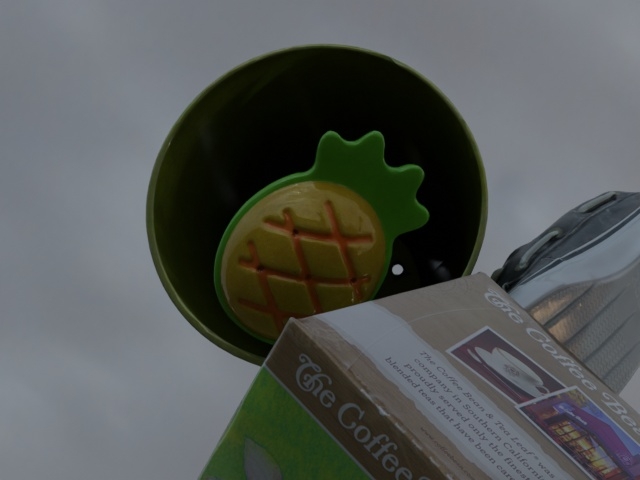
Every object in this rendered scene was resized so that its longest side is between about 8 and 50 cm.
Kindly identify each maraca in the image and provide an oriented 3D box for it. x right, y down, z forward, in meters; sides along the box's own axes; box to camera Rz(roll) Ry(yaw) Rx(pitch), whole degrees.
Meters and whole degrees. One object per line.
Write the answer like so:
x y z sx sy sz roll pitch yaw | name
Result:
0.000 0.000 1.336 0.127 0.099 0.185 39 -81 -19 | maraca

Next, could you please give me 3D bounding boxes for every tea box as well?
0.083 0.251 1.099 0.329 0.220 0.323 43 -60 26 | tea box

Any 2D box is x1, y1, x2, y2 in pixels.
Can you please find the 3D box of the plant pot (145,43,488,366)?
0.012 0.010 1.526 0.275 0.274 0.293 12 -14 10 | plant pot

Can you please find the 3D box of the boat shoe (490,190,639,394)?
0.189 0.058 1.372 0.119 0.335 0.121 6 -62 45 | boat shoe
